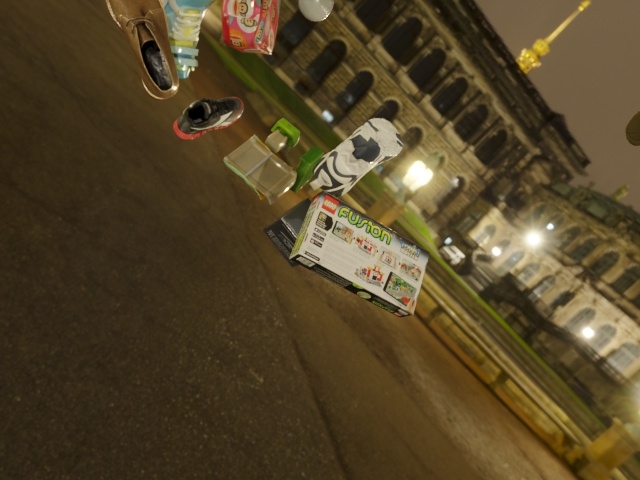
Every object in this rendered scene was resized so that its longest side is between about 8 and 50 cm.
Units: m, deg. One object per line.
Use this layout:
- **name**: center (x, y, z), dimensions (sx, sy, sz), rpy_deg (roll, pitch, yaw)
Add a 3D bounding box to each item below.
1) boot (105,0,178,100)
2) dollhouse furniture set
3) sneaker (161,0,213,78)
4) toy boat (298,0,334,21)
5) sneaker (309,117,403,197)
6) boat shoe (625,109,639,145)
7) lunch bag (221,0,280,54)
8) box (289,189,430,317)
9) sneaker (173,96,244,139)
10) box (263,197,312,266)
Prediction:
- **boot**: center (-0.371, -0.453, 1.214), dimensions (0.115, 0.112, 0.305), rpy_deg (-151, -140, -72)
- **dollhouse furniture set**: center (-0.164, -0.227, 1.850), dimensions (0.197, 0.151, 0.301), rpy_deg (40, 52, 4)
- **sneaker**: center (-0.338, -0.532, 1.467), dimensions (0.127, 0.208, 0.319), rpy_deg (-2, 0, -29)
- **toy boat**: center (0.014, -0.474, 0.953), dimensions (0.268, 0.148, 0.318), rpy_deg (20, 3, -4)
- **sneaker**: center (0.063, -0.164, 1.196), dimensions (0.094, 0.153, 0.235), rpy_deg (52, 45, -9)
- **boat shoe**: center (0.705, -0.257, 1.120), dimensions (0.073, 0.223, 0.080), rpy_deg (-6, 67, -29)
- **lunch bag**: center (-0.168, -0.645, 1.522), dimensions (0.120, 0.293, 0.258), rpy_deg (9, 11, 8)
- **box**: center (0.065, 0.023, 0.880), dimensions (0.207, 0.114, 0.036), rpy_deg (29, -27, -17)
- **sneaker**: center (-0.376, -0.443, 2.005), dimensions (0.097, 0.276, 0.135), rpy_deg (59, -28, 4)
- **box**: center (-0.061, -0.019, 1.710), dimensions (0.153, 0.108, 0.207), rpy_deg (52, -22, -7)
